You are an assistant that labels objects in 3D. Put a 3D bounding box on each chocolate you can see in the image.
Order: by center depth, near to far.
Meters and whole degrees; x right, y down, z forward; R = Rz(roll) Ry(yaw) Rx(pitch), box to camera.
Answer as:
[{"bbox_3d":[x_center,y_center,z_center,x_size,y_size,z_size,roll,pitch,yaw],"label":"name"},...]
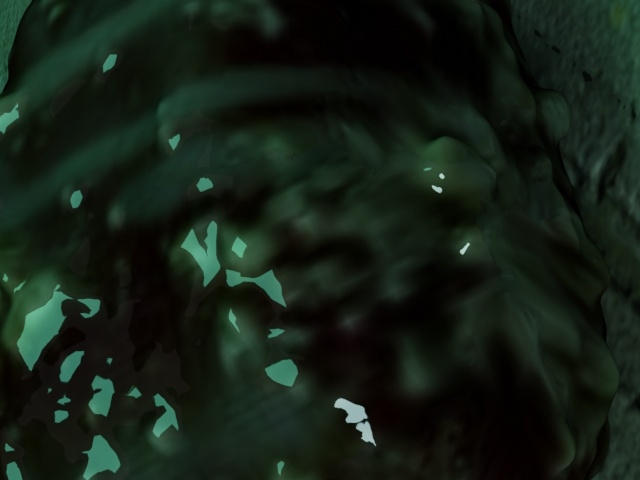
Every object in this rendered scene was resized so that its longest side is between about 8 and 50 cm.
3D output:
[{"bbox_3d":[0.000,0.000,0.643,0.210,0.225,0.340,-34,53,41],"label":"chocolate"}]
